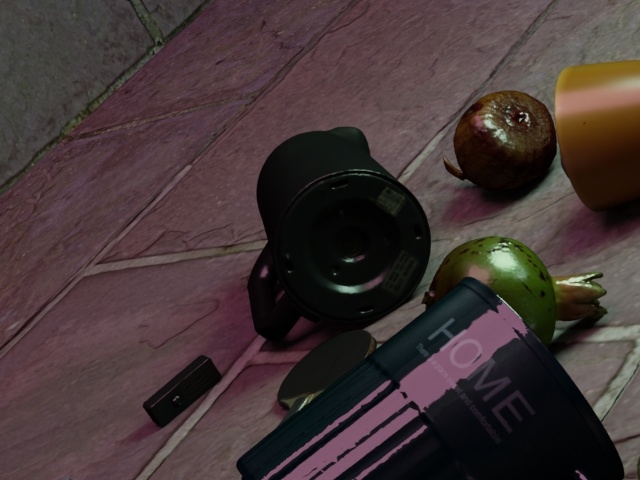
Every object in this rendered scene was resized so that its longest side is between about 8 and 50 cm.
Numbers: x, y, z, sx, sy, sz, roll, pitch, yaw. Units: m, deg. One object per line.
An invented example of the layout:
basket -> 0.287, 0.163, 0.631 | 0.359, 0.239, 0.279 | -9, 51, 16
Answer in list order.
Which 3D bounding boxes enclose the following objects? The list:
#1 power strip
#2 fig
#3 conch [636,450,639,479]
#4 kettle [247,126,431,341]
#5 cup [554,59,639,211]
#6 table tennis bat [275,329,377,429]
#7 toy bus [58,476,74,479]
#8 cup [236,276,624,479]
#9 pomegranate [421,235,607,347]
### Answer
power strip -> -0.184, 0.200, 2.347 | 0.111, 0.038, 0.029 | -40, 24, -18
fig -> 0.223, -0.113, 2.404 | 0.146, 0.133, 0.201 | -13, -18, -40
conch -> 0.355, 0.165, 1.654 | 0.106, 0.079, 0.170 | -15, 42, 45
kettle -> 0.015, -0.002, 2.379 | 0.203, 0.262, 0.308 | 2, 15, -10
cup -> 0.424, -0.143, 2.140 | 0.264, 0.182, 0.226 | -11, -3, 28
table tennis bat -> -0.006, 0.180, 2.175 | 0.130, 0.019, 0.220 | -16, 24, 37
toy bus -> -0.363, 0.346, 2.248 | 0.131, 0.052, 0.037 | -27, 19, 12
cup -> 0.114, 0.238, 1.655 | 0.292, 0.308, 0.242 | -35, -11, -7
pomegranate -> 0.214, 0.070, 1.966 | 0.205, 0.159, 0.159 | -4, 23, -1
